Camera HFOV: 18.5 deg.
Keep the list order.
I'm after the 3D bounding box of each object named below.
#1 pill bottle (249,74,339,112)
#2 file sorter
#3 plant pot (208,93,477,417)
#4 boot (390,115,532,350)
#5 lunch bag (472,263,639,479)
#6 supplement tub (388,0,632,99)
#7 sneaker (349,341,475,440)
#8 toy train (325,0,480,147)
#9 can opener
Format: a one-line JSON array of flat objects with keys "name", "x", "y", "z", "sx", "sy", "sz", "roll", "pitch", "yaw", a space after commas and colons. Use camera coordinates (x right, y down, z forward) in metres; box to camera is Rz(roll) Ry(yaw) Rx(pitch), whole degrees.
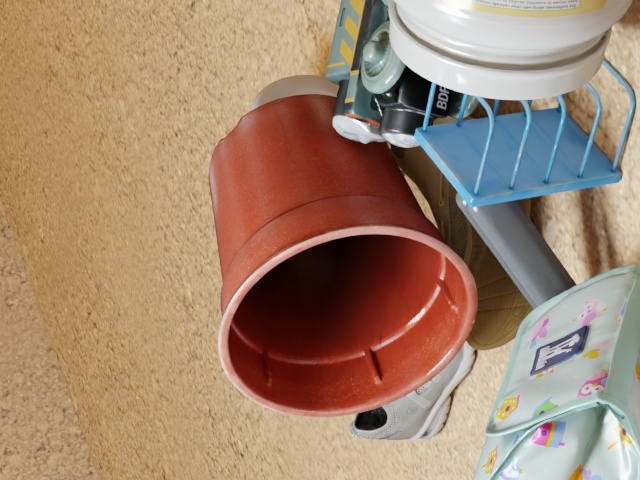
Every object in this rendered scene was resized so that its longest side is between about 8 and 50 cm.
[{"name": "pill bottle", "x": -0.025, "y": -0.053, "z": 2.450, "sx": 0.283, "sy": 0.160, "sz": 0.160, "roll": 102, "pitch": 147, "yaw": -45}, {"name": "file sorter", "x": 0.199, "y": -0.118, "z": 1.889, "sx": 0.118, "sy": 0.170, "sz": 0.104, "roll": 55, "pitch": 145, "yaw": 42}, {"name": "plant pot", "x": 0.000, "y": 0.000, "z": 2.094, "sx": 0.265, "sy": 0.272, "sz": 0.272, "roll": -109, "pitch": 21, "yaw": -45}, {"name": "boot", "x": 0.151, "y": -0.031, "z": 2.140, "sx": 0.203, "sy": 0.095, "sz": 0.262, "roll": -132, "pitch": 30, "yaw": -56}, {"name": "lunch bag", "x": 0.237, "y": 0.173, "z": 1.842, "sx": 0.223, "sy": 0.160, "sz": 0.262, "roll": -62, "pitch": -8, "yaw": -53}, {"name": "supplement tub", "x": 0.177, "y": -0.317, "z": 1.744, "sx": 0.241, "sy": 0.241, "sz": 0.331, "roll": 52, "pitch": 146, "yaw": 46}, {"name": "sneaker", "x": 0.103, "y": 0.146, "z": 2.310, "sx": 0.105, "sy": 0.115, "sz": 0.281, "roll": 57, "pitch": 149, "yaw": 40}, {"name": "toy train", "x": 0.094, "y": -0.254, "z": 2.011, "sx": 0.190, "sy": 0.142, "sz": 0.334, "roll": -3, "pitch": 75, "yaw": 62}, {"name": "can opener", "x": 0.217, "y": 0.062, "z": 1.949, "sx": 0.280, "sy": 0.093, "sz": 0.074, "roll": 58, "pitch": 173, "yaw": -17}]
